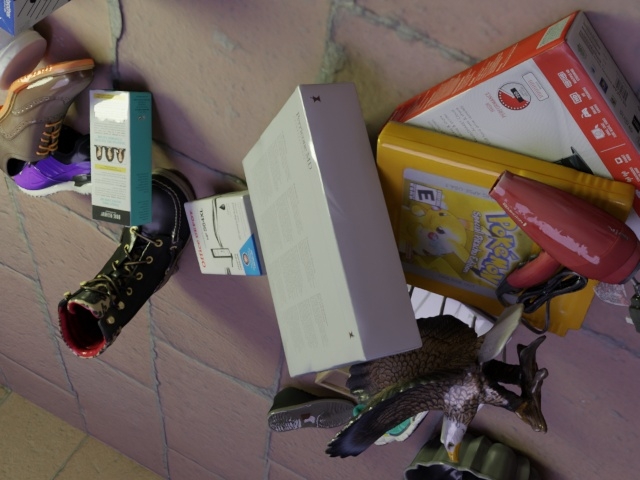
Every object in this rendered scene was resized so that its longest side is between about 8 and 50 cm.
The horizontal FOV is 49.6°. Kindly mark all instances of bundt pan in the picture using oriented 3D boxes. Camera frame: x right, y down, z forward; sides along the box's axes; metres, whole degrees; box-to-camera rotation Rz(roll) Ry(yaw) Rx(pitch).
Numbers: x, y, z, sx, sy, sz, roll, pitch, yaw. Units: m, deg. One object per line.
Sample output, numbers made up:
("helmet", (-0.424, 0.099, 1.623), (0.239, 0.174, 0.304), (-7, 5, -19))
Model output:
("bundt pan", (0.357, 0.549, 1.556), (0.331, 0.124, 0.330), (20, 140, 18))

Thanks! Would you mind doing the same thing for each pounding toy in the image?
("pounding toy", (0.053, 0.272, 1.519), (0.130, 0.100, 0.141), (23, 146, -10))

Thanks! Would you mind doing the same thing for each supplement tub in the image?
("supplement tub", (-0.612, -0.381, 1.241), (0.200, 0.144, 0.144), (40, 142, -7))

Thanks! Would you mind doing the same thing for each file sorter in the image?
("file sorter", (0.163, 0.191, 1.213), (0.278, 0.173, 0.192), (34, 115, 0))

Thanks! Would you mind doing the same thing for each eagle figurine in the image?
("eagle figurine", (0.163, 0.208, 0.983), (0.299, 0.225, 0.226), (3, 156, 13))

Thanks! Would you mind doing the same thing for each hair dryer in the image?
("hair dryer", (0.289, 0.032, 0.870), (0.224, 0.080, 0.293), (-5, 129, 39))

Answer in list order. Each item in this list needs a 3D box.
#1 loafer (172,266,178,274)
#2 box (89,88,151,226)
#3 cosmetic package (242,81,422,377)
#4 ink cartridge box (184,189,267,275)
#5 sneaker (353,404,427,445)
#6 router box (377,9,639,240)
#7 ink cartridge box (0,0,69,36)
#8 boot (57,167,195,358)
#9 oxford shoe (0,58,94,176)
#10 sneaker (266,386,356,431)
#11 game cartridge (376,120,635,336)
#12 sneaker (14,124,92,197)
("loafer", (-0.394, 0.044, 1.628), (0.125, 0.039, 0.045), (43, 142, -11))
("box", (-0.367, -0.153, 1.281), (0.101, 0.060, 0.244), (10, 105, 28))
("cosmetic package", (0.000, 0.000, 1.028), (0.284, 0.098, 0.376), (144, 115, -66))
("ink cartridge box", (-0.154, -0.015, 1.286), (0.203, 0.086, 0.148), (-3, 103, 49))
("sneaker", (0.158, 0.385, 1.548), (0.110, 0.107, 0.275), (46, 142, 0))
("router box", (0.294, -0.090, 0.939), (0.335, 0.082, 0.301), (48, 141, -18))
("ink cartridge box", (-0.390, -0.392, 1.013), (0.046, 0.207, 0.097), (34, 143, 0))
("boot", (-0.396, 0.054, 1.420), (0.138, 0.284, 0.377), (33, 133, 0))
("oxford shoe", (-0.522, -0.231, 1.314), (0.364, 0.130, 0.132), (-21, 96, 41))
("sneaker", (-0.021, 0.405, 1.730), (0.222, 0.118, 0.083), (-7, 111, 6))
("game cartridge", (0.230, -0.005, 0.968), (0.324, 0.052, 0.285), (19, 141, 19))
("sneaker", (-0.557, -0.179, 1.471), (0.294, 0.102, 0.146), (0, 125, 32))
